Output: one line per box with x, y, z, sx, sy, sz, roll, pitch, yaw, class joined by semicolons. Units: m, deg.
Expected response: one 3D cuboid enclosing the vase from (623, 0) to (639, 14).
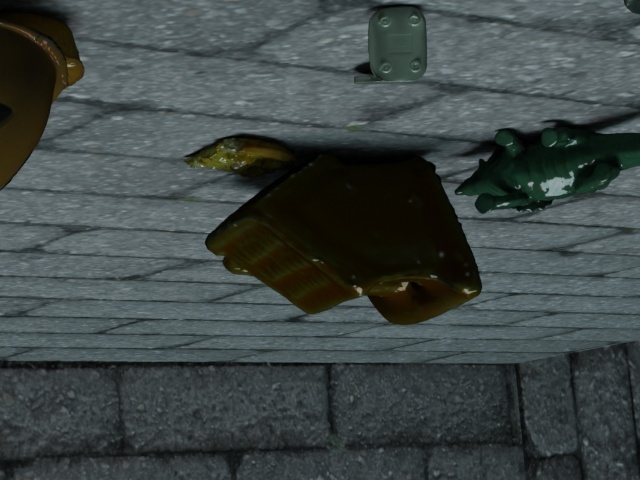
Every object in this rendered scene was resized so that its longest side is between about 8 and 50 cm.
0.131;-0.193;0.699;0.086;0.214;0.086;-4;170;-1;vase

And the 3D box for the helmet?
-0.294;-0.080;1.287;0.224;0.130;0.198;4;160;6;helmet

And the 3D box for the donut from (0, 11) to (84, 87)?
-0.225;-0.136;1.369;0.108;0.043;0.097;-12;165;38;donut

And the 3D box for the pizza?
-0.083;-0.077;1.828;0.108;0.026;0.123;-7;171;25;pizza

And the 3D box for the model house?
-0.004;0.008;1.909;0.239;0.173;0.268;-2;166;-27;model house

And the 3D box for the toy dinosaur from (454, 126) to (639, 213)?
0.242;-0.076;1.833;0.120;0.079;0.292;-4;174;-37;toy dinosaur

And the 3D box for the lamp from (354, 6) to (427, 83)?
0.056;-0.149;1.489;0.050;0.056;0.198;-5;-179;-3;lamp
